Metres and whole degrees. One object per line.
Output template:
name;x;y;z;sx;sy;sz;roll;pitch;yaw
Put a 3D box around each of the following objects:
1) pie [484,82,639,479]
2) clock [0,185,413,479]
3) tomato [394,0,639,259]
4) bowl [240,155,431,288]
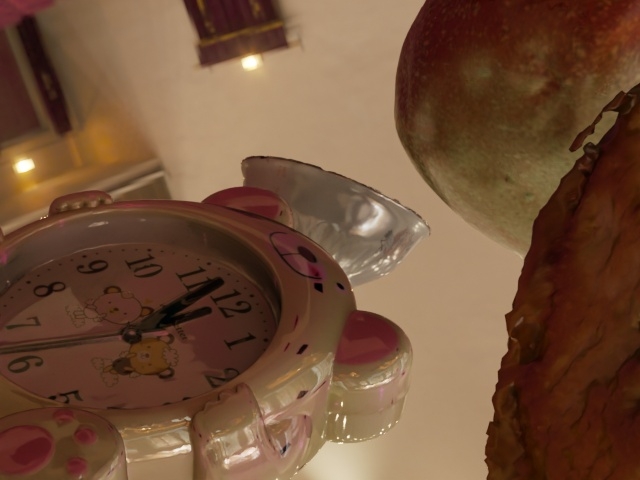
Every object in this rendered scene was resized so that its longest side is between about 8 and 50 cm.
pie;0.181;0.016;0.439;0.315;0.092;0.315;-54;-165;23
clock;-0.117;0.071;0.743;0.309;0.114;0.284;-16;-140;-27
tomato;0.206;-0.113;0.852;0.303;0.303;0.239;-8;-143;32
bowl;0.000;0.000;1.032;0.189;0.189;0.086;3;-110;53
